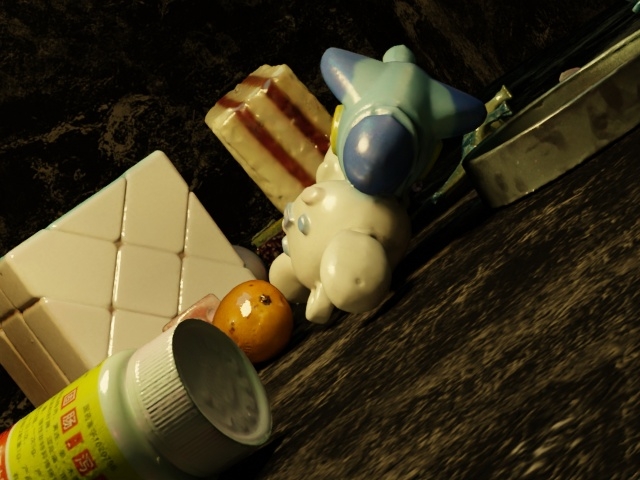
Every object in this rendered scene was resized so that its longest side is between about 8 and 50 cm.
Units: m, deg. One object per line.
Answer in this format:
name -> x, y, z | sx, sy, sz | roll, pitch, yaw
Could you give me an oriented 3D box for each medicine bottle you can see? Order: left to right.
medicine bottle -> -0.163, 0.172, 1.158 | 0.225, 0.139, 0.139 | -34, 4, 22

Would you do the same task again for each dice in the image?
dice -> -0.168, 0.138, 2.010 | 0.093, 0.094, 0.091 | -37, 0, -11

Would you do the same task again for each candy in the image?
candy -> -0.055, -0.139, 1.911 | 0.135, 0.179, 0.321 | -41, 11, -2

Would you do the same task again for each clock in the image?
clock -> 0.301, -0.149, 1.569 | 0.319, 0.066, 0.319 | -36, 5, 3

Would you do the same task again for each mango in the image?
mango -> -0.094, 0.104, 1.678 | 0.084, 0.105, 0.159 | 10, -27, -31

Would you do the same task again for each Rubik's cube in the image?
Rubik's cube -> -0.327, 0.101, 2.188 | 0.322, 0.319, 0.316 | -39, 6, -31

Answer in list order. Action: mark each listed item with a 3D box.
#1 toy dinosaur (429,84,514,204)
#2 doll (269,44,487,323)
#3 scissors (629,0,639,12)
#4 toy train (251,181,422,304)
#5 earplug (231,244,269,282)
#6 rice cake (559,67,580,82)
toy dinosaur -> 0.243, -0.150, 2.020 | 0.147, 0.076, 0.363 | -42, 5, 24
doll -> 0.046, -0.080, 1.599 | 0.376, 0.187, 0.365 | 9, 76, 61
scissors -> 0.449, -0.291, 1.538 | 0.393, 0.180, 0.032 | -24, -26, -43
toy train -> 0.026, -0.028, 2.006 | 0.261, 0.134, 0.177 | -33, 6, 42
earplug -> -0.175, 0.078, 2.468 | 0.172, 0.172, 0.301 | -37, 11, -21
rice cake -> 0.349, -0.203, 1.879 | 0.049, 0.055, 0.270 | -30, 3, 13
